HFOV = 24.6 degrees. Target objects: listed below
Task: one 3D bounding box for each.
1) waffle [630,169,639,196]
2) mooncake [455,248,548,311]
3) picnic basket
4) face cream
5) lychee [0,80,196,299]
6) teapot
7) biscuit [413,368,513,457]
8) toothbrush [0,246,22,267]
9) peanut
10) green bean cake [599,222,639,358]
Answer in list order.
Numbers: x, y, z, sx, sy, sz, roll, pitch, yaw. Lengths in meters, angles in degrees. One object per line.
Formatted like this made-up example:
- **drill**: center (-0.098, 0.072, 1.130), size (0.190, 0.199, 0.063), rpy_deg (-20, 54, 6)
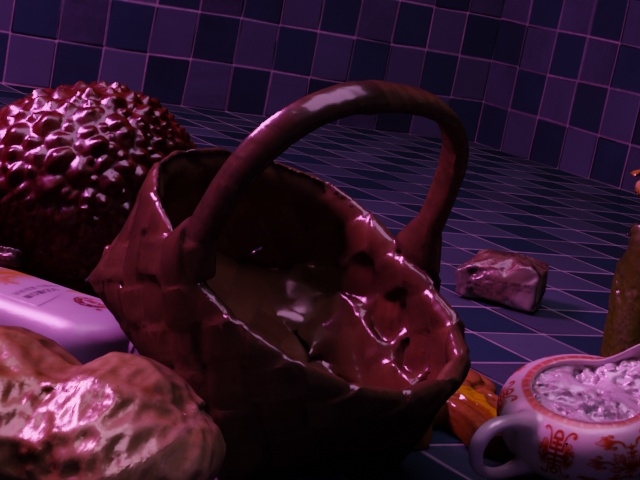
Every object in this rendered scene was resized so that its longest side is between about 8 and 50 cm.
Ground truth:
- **waffle**: center (0.579, -0.037, 1.783), size (0.382, 0.095, 0.380), rpy_deg (9, 2, 29)
- **mooncake**: center (0.263, 0.052, 2.119), size (0.125, 0.073, 0.130), rpy_deg (12, 8, 15)
- **picnic basket**: center (0.000, 0.000, 1.241), size (0.293, 0.337, 0.337), rpy_deg (0, 15, -44)
- **face cream**: center (-0.228, 0.090, 1.388), size (0.291, 0.071, 0.144), rpy_deg (17, 9, 29)
- **lychee**: center (-0.267, -0.042, 1.606), size (0.264, 0.264, 0.300), rpy_deg (20, 58, 41)
- **teapot**: center (0.232, 0.167, 1.338), size (0.246, 0.116, 0.159), rpy_deg (-17, 45, -37)
- **biscuit**: center (0.098, 0.149, 1.500), size (0.186, 0.044, 0.295), rpy_deg (10, 10, -17)
- **toothbrush**: center (-0.468, 0.004, 1.551), size (0.364, 0.040, 0.041), rpy_deg (6, 7, 25)
- **peanut**: center (-0.186, 0.135, 1.080), size (0.233, 0.110, 0.197), rpy_deg (13, 15, 12)
- **green bean cake**: center (0.528, 0.090, 1.796), size (0.335, 0.218, 0.319), rpy_deg (18, 12, 24)
